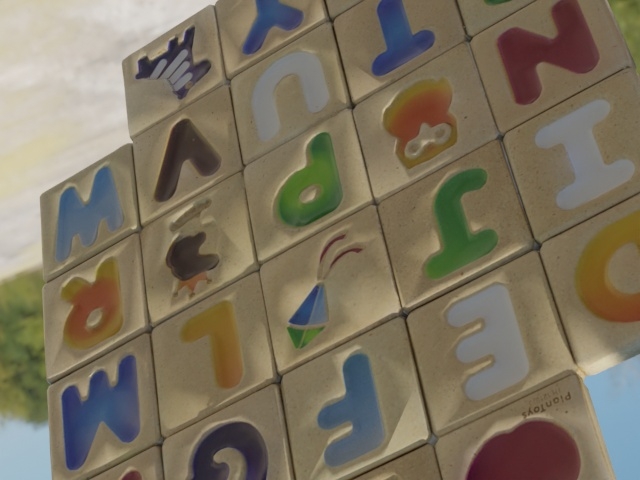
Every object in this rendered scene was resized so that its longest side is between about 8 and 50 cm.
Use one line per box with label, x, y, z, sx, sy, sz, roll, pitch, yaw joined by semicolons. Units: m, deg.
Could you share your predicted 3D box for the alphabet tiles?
alphabet tiles;0.000;0.000;0.604;0.285;0.343;0.011;-28;137;18
